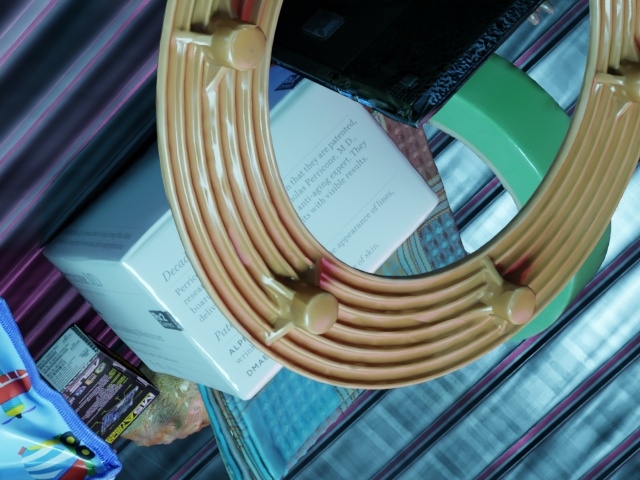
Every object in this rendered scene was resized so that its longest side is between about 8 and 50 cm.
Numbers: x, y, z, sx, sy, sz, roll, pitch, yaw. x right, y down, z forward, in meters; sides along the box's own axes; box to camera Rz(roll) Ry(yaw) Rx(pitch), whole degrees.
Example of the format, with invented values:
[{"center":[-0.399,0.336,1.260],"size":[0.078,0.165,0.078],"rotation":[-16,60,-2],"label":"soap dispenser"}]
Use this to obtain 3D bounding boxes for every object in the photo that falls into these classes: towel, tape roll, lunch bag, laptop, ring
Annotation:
[{"center":[0.000,0.000,1.438],"size":[0.040,0.271,0.370],"rotation":[-3,-152,37],"label":"towel"},{"center":[0.125,-0.048,1.697],"size":[0.077,0.321,0.321],"rotation":[-45,177,-35],"label":"tape roll"},{"center":[-0.290,0.187,1.014],"size":[0.293,0.138,0.221],"rotation":[-35,174,-29],"label":"lunch bag"},{"center":[0.047,-0.146,1.020],"size":[0.234,0.264,0.136],"rotation":[-46,141,-20],"label":"laptop"},{"center":[0.066,-0.085,0.840],"size":[0.336,0.336,0.032],"rotation":[-46,-141,-19],"label":"ring"}]

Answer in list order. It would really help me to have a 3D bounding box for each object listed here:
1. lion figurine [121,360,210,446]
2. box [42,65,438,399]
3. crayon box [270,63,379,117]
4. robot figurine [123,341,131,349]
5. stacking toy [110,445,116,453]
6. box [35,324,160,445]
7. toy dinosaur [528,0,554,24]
[{"center":[-0.101,0.078,2.039],"size":[0.392,0.142,0.240],"rotation":[-50,-174,-15],"label":"lion figurine"},{"center":[-0.054,-0.009,1.101],"size":[0.182,0.119,0.181],"rotation":[-45,-162,-16],"label":"box"},{"center":[0.072,-0.185,1.259],"size":[0.278,0.081,0.165],"rotation":[-47,-177,17],"label":"crayon box"},{"center":[-0.160,0.075,1.778],"size":[0.101,0.067,0.115],"rotation":[-37,175,-13],"label":"robot figurine"},{"center":[-0.332,0.307,1.851],"size":[0.279,0.130,0.309],"rotation":[-47,177,-2],"label":"stacking toy"},{"center":[-0.251,0.178,1.619],"size":[0.191,0.045,0.184],"rotation":[-47,162,-3],"label":"box"},{"center":[0.175,-0.260,1.412],"size":[0.295,0.127,0.200],"rotation":[-12,174,23],"label":"toy dinosaur"}]
